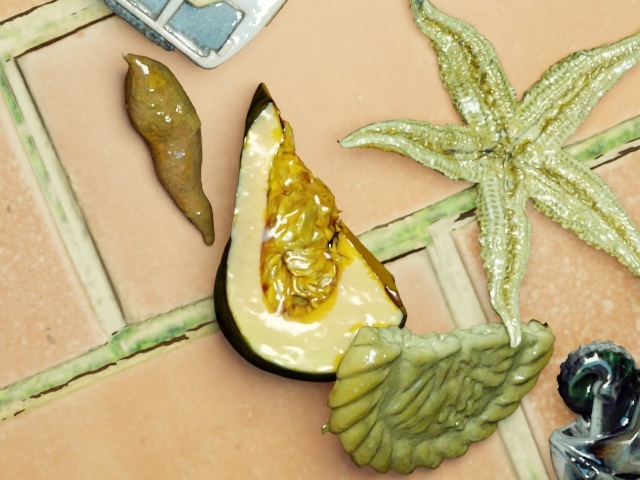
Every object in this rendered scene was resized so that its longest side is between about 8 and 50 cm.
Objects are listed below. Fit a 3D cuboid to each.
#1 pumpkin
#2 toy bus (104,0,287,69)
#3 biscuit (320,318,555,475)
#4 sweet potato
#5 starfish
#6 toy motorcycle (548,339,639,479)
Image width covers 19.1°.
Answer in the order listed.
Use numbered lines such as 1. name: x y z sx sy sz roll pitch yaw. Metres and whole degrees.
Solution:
1. pumpkin: 0.000 0.000 1.859 0.190 0.139 0.280 10 99 -3
2. toy bus: -0.193 -0.302 1.824 0.342 0.097 0.138 38 95 -8
3. biscuit: 0.112 0.159 1.875 0.273 0.036 0.187 -3 126 -39
4. sweet potato: -0.144 -0.099 1.877 0.068 0.068 0.226 -22 117 -2
5. starfish: 0.181 -0.077 1.885 0.347 0.078 0.358 13 84 -13
6. toy motorcycle: 0.340 0.210 1.934 0.270 0.106 0.159 28 98 -19
